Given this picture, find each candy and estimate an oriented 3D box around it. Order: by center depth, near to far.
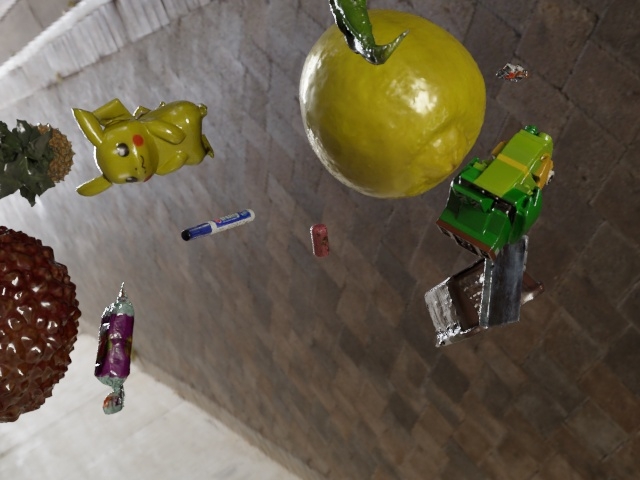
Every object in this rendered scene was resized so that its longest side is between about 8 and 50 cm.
[{"bbox_3d":[-0.273,0.141,0.982,0.045,0.043,0.174,-21,62,46],"label":"candy"}]

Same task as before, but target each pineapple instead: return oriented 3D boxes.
[{"bbox_3d":[-0.442,-0.131,1.136,0.119,0.130,0.277,42,179,-16],"label":"pineapple"}]

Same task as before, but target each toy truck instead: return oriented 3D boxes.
[{"bbox_3d":[0.347,-0.302,1.337,0.032,0.083,0.024,-48,67,32],"label":"toy truck"}]

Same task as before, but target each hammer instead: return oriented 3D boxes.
[{"bbox_3d":[0.000,0.000,1.759,0.043,0.043,0.083,25,131,49],"label":"hammer"}]

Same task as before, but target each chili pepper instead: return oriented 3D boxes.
[{"bbox_3d":[0.036,-0.384,1.082,0.076,0.085,0.358,37,-153,-60],"label":"chili pepper"}]

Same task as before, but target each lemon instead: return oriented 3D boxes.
[{"bbox_3d":[0.123,-0.243,1.319,0.348,0.348,0.347,41,149,32],"label":"lemon"}]

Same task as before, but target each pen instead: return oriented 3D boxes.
[{"bbox_3d":[-0.169,-0.027,1.245,0.025,0.204,0.025,5,103,24],"label":"pen"}]

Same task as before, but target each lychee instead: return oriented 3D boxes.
[{"bbox_3d":[-0.449,0.117,0.951,0.264,0.300,0.264,39,-178,-2],"label":"lychee"}]

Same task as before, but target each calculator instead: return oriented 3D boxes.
[{"bbox_3d":[0.299,0.059,1.198,0.021,0.262,0.161,5,88,25],"label":"calculator"}]

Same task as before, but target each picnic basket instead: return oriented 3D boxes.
[{"bbox_3d":[0.325,0.120,1.580,0.129,0.223,0.297,58,169,9],"label":"picnic basket"}]

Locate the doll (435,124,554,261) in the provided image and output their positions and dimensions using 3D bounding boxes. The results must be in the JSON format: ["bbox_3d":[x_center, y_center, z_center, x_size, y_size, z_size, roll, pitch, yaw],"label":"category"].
[{"bbox_3d":[0.221,-0.062,0.908,0.106,0.186,0.134,31,147,28],"label":"doll"}]

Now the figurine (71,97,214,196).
[{"bbox_3d":[-0.413,-0.233,1.724,0.169,0.327,0.218,32,138,41],"label":"figurine"}]
